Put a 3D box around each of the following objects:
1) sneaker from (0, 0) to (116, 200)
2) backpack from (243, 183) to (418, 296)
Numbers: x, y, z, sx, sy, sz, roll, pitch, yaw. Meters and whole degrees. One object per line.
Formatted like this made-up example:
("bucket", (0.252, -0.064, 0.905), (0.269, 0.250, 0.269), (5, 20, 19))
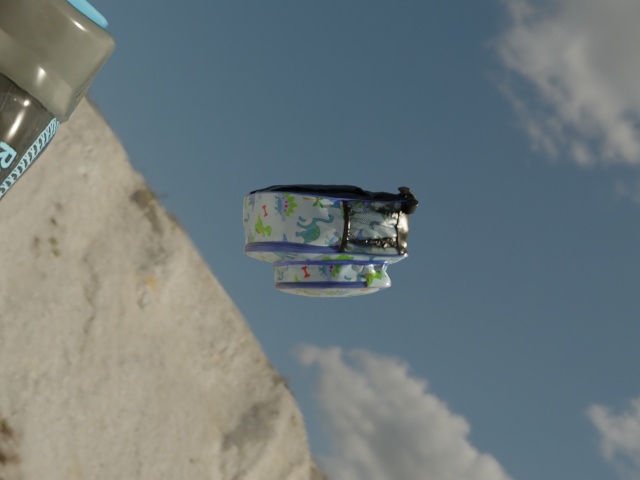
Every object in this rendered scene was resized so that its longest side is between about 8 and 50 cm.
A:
("sneaker", (-0.247, -0.076, 0.475), (0.340, 0.140, 0.125), (14, -18, 39))
("backpack", (0.000, 0.000, 0.811), (0.105, 0.114, 0.084), (169, -74, -71))
